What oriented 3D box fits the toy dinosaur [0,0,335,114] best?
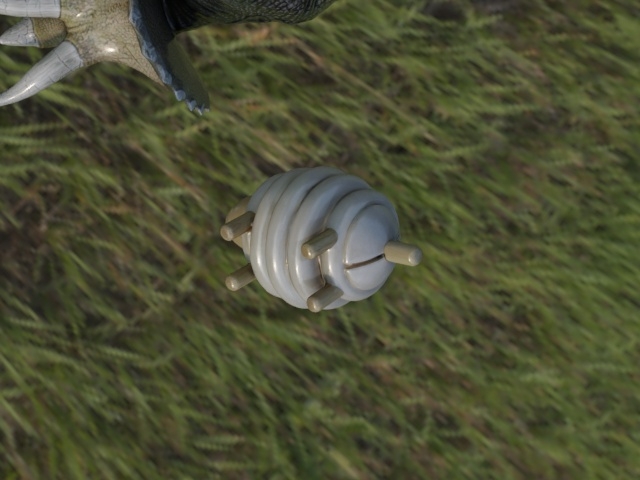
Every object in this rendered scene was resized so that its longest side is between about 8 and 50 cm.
[{"bbox_3d":[0.000,-0.151,0.537,0.160,0.121,0.313,-34,168,-48],"label":"toy dinosaur"}]

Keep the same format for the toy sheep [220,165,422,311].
[{"bbox_3d":[0.000,0.000,0.840,0.091,0.132,0.091,-27,126,-46],"label":"toy sheep"}]
